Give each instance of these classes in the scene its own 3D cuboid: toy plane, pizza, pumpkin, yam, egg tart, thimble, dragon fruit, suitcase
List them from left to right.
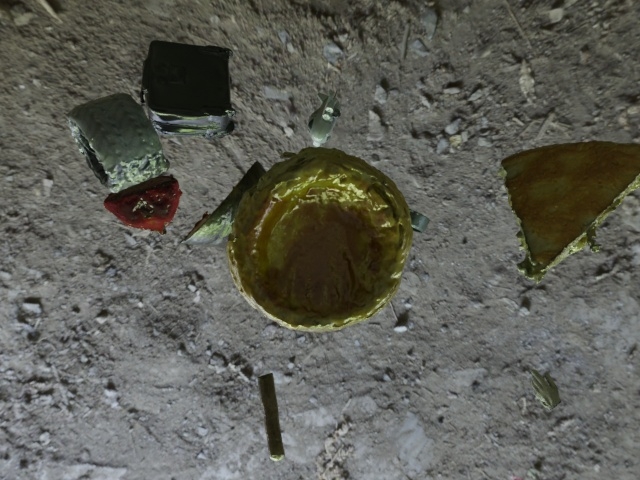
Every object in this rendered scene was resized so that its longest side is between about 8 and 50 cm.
[{"bbox_3d":[-0.508,-0.241,1.033,0.157,0.217,0.245,-33,63,-28],"label":"thimble"},{"bbox_3d":[-0.623,-0.120,1.510,0.261,0.134,0.212,-14,114,-11],"label":"dragon fruit"},{"bbox_3d":[-0.493,-0.565,1.545,0.339,0.188,0.346,1,70,-19],"label":"suitcase"},{"bbox_3d":[-0.229,-0.066,1.139,0.148,0.169,0.312,40,90,-20],"label":"pumpkin"},{"bbox_3d":[-0.180,0.643,1.509,0.066,0.066,0.300,-15,64,1],"label":"yam"},{"bbox_3d":[0.000,0.000,0.861,0.387,0.169,0.388,-1,96,-9],"label":"egg tart"},{"bbox_3d":[0.013,-0.477,1.592,0.117,0.245,0.245,23,99,-6],"label":"toy plane"},{"bbox_3d":[0.415,-0.052,0.736,0.075,0.279,0.288,38,75,-39],"label":"pizza"}]

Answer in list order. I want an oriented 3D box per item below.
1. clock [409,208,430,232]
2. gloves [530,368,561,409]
[{"bbox_3d":[0.262,-0.097,1.514,0.280,0.280,0.056,21,92,-5],"label":"clock"},{"bbox_3d":[0.401,0.266,0.729,0.044,0.081,0.037,-39,134,13],"label":"gloves"}]
